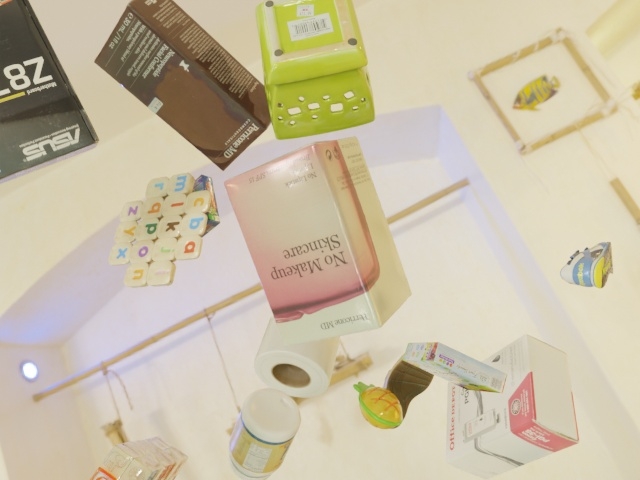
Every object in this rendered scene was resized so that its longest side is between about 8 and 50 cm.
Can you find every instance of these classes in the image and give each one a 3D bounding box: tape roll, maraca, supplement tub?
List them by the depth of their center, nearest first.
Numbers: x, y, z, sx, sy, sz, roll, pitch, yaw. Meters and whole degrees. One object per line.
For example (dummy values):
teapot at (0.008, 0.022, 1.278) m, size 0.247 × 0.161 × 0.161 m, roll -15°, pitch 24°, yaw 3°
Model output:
supplement tub at (-0.141, 0.475, 1.293) m, size 0.144 × 0.144 × 0.200 m, roll -10°, pitch -47°, yaw -42°
maraca at (0.158, 0.450, 1.472) m, size 0.127 × 0.186 × 0.099 m, roll 21°, pitch -78°, yaw -24°
tape roll at (-0.072, 0.360, 1.687) m, size 0.246 × 0.246 × 0.169 m, roll -40°, pitch 22°, yaw 40°

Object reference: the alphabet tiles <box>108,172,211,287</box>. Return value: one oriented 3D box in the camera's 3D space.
alphabet tiles at (-0.380, -0.026, 1.260) m, size 0.277 × 0.284 × 0.021 m, roll -6°, pitch -26°, yaw 26°

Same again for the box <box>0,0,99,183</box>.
box at (-0.626, -0.230, 0.870) m, size 0.394 × 0.319 × 0.097 m, roll -28°, pitch 14°, yaw -24°

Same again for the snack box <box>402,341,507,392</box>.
snack box at (0.225, 0.215, 0.899) m, size 0.141 × 0.037 × 0.100 m, roll 27°, pitch -20°, yaw -13°

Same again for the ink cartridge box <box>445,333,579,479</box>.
ink cartridge box at (0.399, 0.366, 1.151) m, size 0.117 × 0.207 × 0.283 m, roll 26°, pitch -44°, yaw -11°

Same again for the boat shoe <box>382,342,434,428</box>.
boat shoe at (0.254, 0.430, 1.644) m, size 0.110 × 0.121 × 0.341 m, roll -72°, pitch 6°, yaw -61°

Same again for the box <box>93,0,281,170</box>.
box at (-0.299, -0.363, 1.230) m, size 0.191 × 0.381 × 0.143 m, roll -35°, pitch 25°, yaw 39°

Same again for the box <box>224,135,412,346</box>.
box at (0.000, 0.000, 0.694) m, size 0.148 × 0.233 × 0.126 m, roll -18°, pitch 5°, yaw 30°

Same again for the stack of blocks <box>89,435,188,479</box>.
stack of blocks at (-0.374, 0.491, 1.045) m, size 0.171 × 0.087 × 0.297 m, roll -56°, pitch -9°, yaw -16°

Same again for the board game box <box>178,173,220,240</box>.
board game box at (-0.336, -0.055, 1.335) m, size 0.201 × 0.136 × 0.035 m, roll -33°, pitch -31°, yaw 32°

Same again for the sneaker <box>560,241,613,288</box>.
sneaker at (0.415, 0.035, 0.820) m, size 0.059 × 0.053 × 0.144 m, roll -4°, pitch 7°, yaw 39°

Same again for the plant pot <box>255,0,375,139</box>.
plant pot at (-0.014, -0.369, 1.092) m, size 0.228 × 0.227 × 0.207 m, roll -11°, pitch -23°, yaw 1°
